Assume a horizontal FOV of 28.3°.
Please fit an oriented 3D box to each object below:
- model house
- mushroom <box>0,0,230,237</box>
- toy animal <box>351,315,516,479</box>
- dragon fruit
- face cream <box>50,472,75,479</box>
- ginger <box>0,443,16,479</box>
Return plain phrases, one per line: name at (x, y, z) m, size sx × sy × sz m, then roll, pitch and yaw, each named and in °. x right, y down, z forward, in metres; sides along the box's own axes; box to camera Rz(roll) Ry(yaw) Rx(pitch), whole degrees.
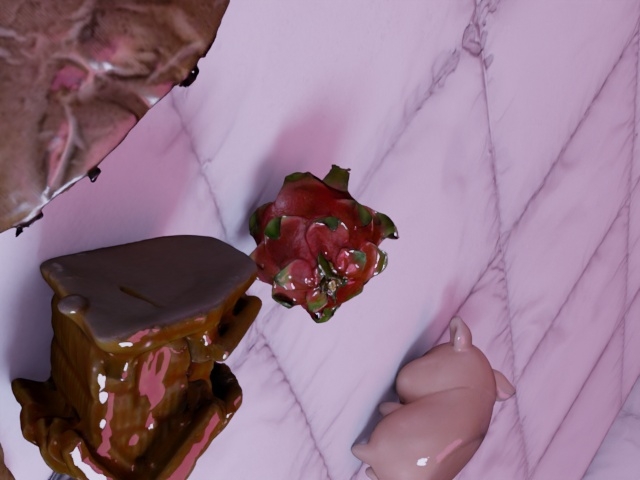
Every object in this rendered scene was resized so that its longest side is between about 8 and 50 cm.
model house at (-0.143, 0.126, 1.050) m, size 0.220 × 0.199 × 0.229 m, roll -8°, pitch 116°, yaw -32°
mushroom at (-0.181, -0.146, 0.856) m, size 0.285 × 0.156 × 0.151 m, roll -53°, pitch 124°, yaw -26°
toy animal at (0.165, 0.251, 1.815) m, size 0.250 × 0.154 × 0.166 m, roll -58°, pitch 145°, yaw -23°
dragon fruit at (0.001, -0.004, 1.311) m, size 0.137 × 0.135 × 0.236 m, roll -46°, pitch -179°, yaw 18°
face cream at (-0.193, 0.284, 1.242) m, size 0.075 × 0.075 × 0.229 m, roll -56°, pitch 154°, yaw -20°
ginger at (-0.280, 0.212, 1.016) m, size 0.165 × 0.067 × 0.096 m, roll 73°, pitch 26°, yaw -54°
